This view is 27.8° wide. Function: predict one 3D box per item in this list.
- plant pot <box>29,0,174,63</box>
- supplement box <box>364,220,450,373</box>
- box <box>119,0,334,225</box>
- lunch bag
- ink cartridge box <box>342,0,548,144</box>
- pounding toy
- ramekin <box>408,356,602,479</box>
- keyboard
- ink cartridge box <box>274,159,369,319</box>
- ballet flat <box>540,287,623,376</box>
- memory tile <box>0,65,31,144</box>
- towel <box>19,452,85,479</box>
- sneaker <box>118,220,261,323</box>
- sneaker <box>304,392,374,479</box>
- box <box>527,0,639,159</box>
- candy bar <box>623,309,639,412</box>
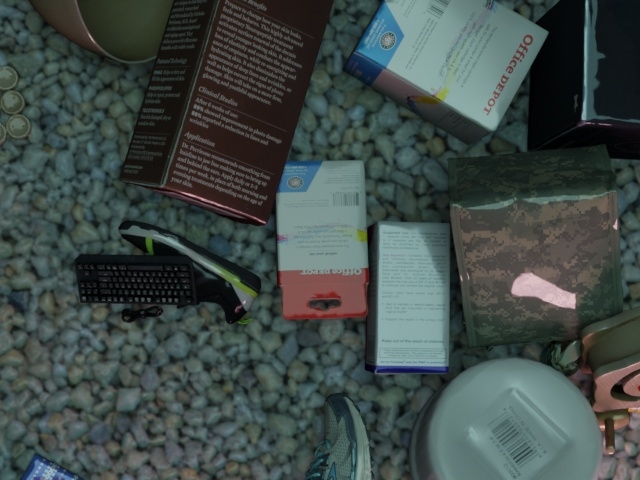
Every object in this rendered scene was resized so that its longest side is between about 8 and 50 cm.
[{"bbox_3d":[-0.324,-0.405,1.827,0.191,0.284,0.284,14,85,30],"label":"plant pot"},{"bbox_3d":[0.127,0.084,1.900,0.114,0.111,0.220,0,87,-6],"label":"supplement box"},{"bbox_3d":[-0.130,-0.232,1.844,0.191,0.143,0.381,21,85,-36],"label":"box"},{"bbox_3d":[0.311,0.023,1.857,0.235,0.169,0.287,-5,120,7],"label":"lunch bag"},{"bbox_3d":[0.179,-0.274,1.895,0.233,0.168,0.171,31,85,-3],"label":"ink cartridge box"},{"bbox_3d":[0.463,0.212,1.847,0.154,0.269,0.154,-14,62,3],"label":"pounding toy"},{"bbox_3d":[0.271,0.301,1.855,0.277,0.135,0.277,1,70,-2],"label":"ramekin"},{"bbox_3d":[-0.265,0.072,1.870,0.180,0.023,0.108,1,116,14],"label":"keyboard"},{"bbox_3d":[0.000,0.000,1.908,0.134,0.078,0.231,-1,87,-5],"label":"ink cartridge box"},{"bbox_3d":[0.404,0.133,1.949,0.070,0.070,0.188,34,84,-3],"label":"ballet flat"},{"bbox_3d":[-0.507,-0.188,1.902,0.148,0.012,0.113,-16,89,-7],"label":"memory tile"},{"bbox_3d":[-0.333,0.497,1.870,0.336,0.040,0.243,31,84,-3],"label":"towel"},{"bbox_3d":[-0.199,0.051,1.884,0.235,0.084,0.097,27,87,-3],"label":"sneaker"},{"bbox_3d":[0.012,0.360,1.856,0.122,0.110,0.283,-1,75,-10],"label":"sneaker"},{"bbox_3d":[0.528,-0.234,1.865,0.396,0.293,0.211,3,86,-6],"label":"box"},{"bbox_3d":[0.480,0.185,1.976,0.040,0.018,0.161,-4,88,-2],"label":"candy bar"}]
